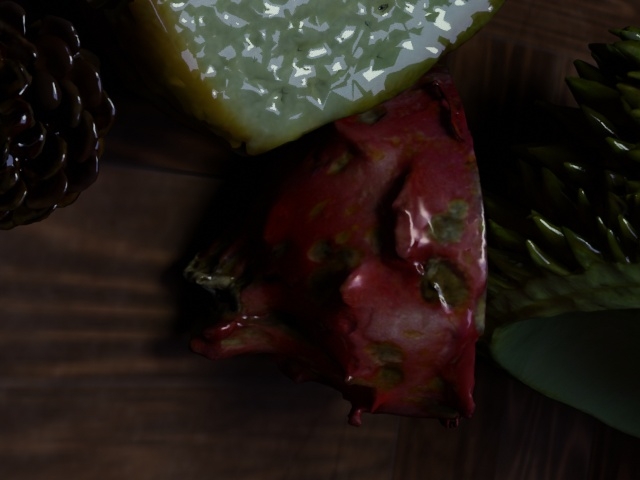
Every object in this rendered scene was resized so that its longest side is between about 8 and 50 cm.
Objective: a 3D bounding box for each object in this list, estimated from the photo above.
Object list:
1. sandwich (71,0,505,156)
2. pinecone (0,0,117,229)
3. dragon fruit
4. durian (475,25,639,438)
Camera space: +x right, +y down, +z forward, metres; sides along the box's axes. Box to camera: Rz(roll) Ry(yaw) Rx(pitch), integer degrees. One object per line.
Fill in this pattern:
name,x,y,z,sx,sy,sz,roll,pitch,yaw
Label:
sandwich,-0.008,-0.182,0.561,0.249,0.095,0.273,-40,126,-11
pinecone,-0.106,-0.039,0.548,0.077,0.083,0.077,-1,103,-3
dragon fruit,0.000,0.000,0.661,0.111,0.153,0.153,-2,101,-11
durian,0.184,0.026,0.781,0.163,0.198,0.394,-61,146,-13
